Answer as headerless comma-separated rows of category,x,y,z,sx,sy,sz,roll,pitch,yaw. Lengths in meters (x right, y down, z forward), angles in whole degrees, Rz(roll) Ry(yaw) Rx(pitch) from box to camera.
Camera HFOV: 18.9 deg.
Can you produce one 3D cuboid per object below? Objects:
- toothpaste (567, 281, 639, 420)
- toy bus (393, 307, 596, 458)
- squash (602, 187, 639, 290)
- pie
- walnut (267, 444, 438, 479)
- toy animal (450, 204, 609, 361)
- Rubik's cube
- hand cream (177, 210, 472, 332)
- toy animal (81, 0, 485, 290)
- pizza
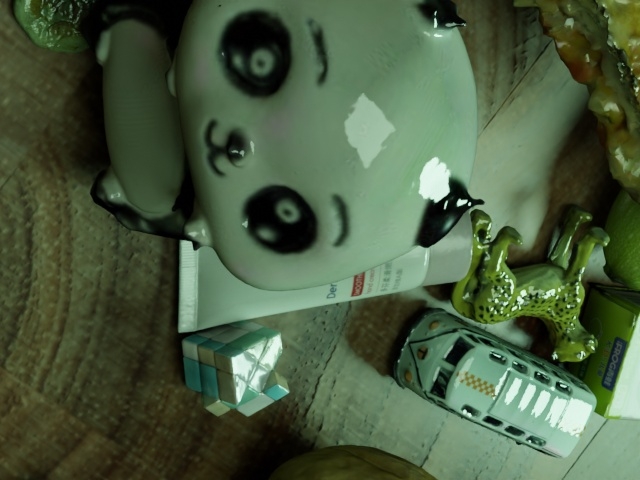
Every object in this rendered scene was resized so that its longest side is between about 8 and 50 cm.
toothpaste,0.385,0.118,1.857,0.327,0.077,0.110,8,104,-32
toy bus,0.159,0.131,1.721,0.194,0.089,0.087,27,93,-34
squash,0.328,-0.033,1.745,0.187,0.123,0.123,-47,125,-1
pie,-0.191,-0.179,1.438,0.085,0.017,0.085,-12,114,-30
walnut,0.037,0.278,1.626,0.195,0.221,0.195,-38,141,-41
toy animal,0.177,0.044,1.712,0.181,0.073,0.136,-1,116,-34
Rubik's cube,-0.067,0.109,1.586,0.084,0.075,0.073,-13,112,-27
hand cream,0.000,0.000,1.591,0.247,0.083,0.133,-7,107,-18
toy animal,-0.019,-0.097,1.377,0.251,0.310,0.251,-9,105,-36
pizza,0.277,-0.197,1.624,0.440,0.130,0.406,3,91,-34
